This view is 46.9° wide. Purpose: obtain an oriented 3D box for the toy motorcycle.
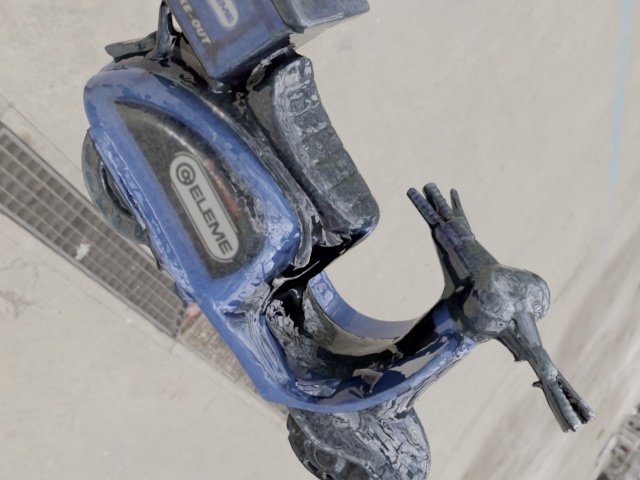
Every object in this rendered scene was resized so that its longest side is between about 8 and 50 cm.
[{"bbox_3d":[0.000,0.000,0.438,0.213,0.358,0.125,-26,-171,36],"label":"toy motorcycle"}]
